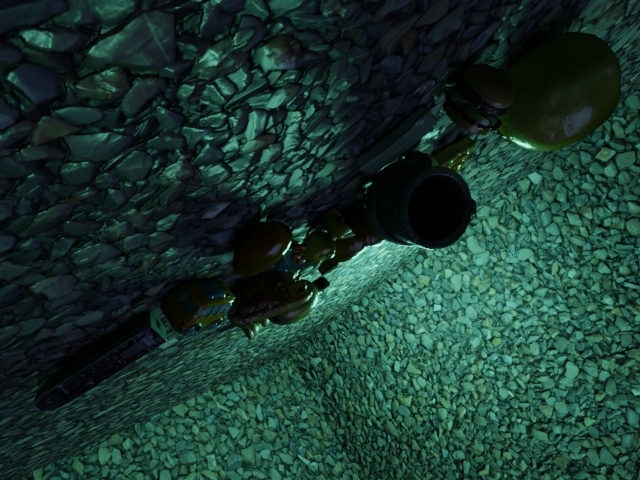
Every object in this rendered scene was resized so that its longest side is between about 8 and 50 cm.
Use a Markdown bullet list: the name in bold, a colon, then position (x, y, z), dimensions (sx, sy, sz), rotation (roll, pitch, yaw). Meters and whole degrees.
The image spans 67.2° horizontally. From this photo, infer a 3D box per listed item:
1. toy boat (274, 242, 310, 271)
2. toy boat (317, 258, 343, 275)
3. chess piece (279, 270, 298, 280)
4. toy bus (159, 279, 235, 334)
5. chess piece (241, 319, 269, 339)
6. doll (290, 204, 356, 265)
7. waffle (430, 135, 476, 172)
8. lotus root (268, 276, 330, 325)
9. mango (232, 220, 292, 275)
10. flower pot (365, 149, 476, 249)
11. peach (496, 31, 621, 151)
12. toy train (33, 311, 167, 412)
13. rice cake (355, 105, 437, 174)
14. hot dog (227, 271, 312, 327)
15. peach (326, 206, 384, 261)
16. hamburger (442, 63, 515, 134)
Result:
- **toy boat**: position (-0.103, 0.056, 1.627), dimensions (0.102, 0.089, 0.215), rotation (-2, -176, 33)
- **toy boat**: position (0.078, 0.073, 2.029), dimensions (0.226, 0.068, 0.088), rotation (-40, 171, 23)
- **chess piece**: position (-0.086, 0.086, 1.729), dimensions (0.122, 0.066, 0.066), rotation (-40, 172, -40)
- **toy bus**: position (-0.351, 0.186, 1.424), dimensions (0.136, 0.126, 0.209), rotation (-47, 161, 16)
- **chess piece**: position (-0.273, 0.370, 2.198), dimensions (0.170, 0.094, 0.094), rotation (-30, 165, -23)
- **doll**: position (0.000, 0.000, 1.536), dimensions (0.220, 0.135, 0.143), rotation (-38, 155, 6)
- **waffle**: position (0.455, -0.270, 1.749), dimensions (0.167, 0.057, 0.274), rotation (-32, 165, -7)
- **lotus root**: position (-0.095, 0.241, 2.018), dimensions (0.309, 0.183, 0.183), rotation (-25, 163, -31)
- **mango**: position (-0.174, 0.030, 1.320), dimensions (0.138, 0.113, 0.253), rotation (-23, 169, -44)
- **flower pot**: position (0.294, -0.126, 1.471), dimensions (0.298, 0.299, 0.282), rotation (-29, -165, -13)
- **peach**: position (0.642, -0.397, 1.326), dimensions (0.315, 0.282, 0.314), rotation (-26, 171, 5)
- **toy train**: position (-0.647, 0.353, 1.401), dimensions (0.406, 0.088, 0.087), rotation (-32, 130, -3)
- **rice cake**: position (0.207, -0.265, 1.302), dimensions (0.237, 0.043, 0.127), rotation (-38, 165, 18)
- **hot dog**: position (-0.190, 0.191, 1.713), dimensions (0.348, 0.158, 0.117), rotation (-17, 140, -36)
- **peach**: position (0.127, -0.018, 1.693), dimensions (0.251, 0.153, 0.251), rotation (-27, 167, -7)
- **hamburger**: position (0.401, -0.357, 1.194), dimensions (0.175, 0.175, 0.137), rotation (-19, 153, -42)
